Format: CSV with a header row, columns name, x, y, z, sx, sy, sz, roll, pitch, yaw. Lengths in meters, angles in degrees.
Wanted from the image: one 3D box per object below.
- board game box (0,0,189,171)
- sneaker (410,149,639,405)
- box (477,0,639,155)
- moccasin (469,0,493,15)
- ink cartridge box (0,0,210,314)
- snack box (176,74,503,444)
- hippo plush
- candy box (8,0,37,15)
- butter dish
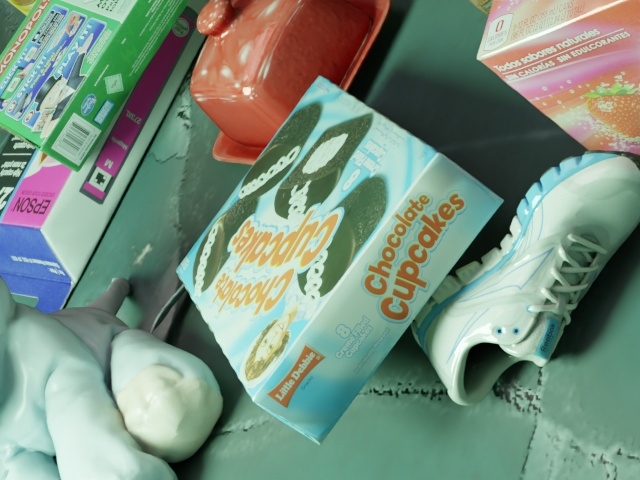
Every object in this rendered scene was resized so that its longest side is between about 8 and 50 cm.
name,x,y,z,sx,sy,sz,roll,pitch,yaw
board game box,-0.188,-0.226,1.677,0.317,0.046,0.213,-57,30,-3
sneaker,0.134,0.028,1.087,0.191,0.071,0.083,-49,36,28
box,0.252,-0.163,1.019,0.300,0.142,0.154,-17,46,47
moccasin,0.150,-0.339,1.329,0.139,0.147,0.380,-10,53,51
ink cartridge box,-0.228,-0.087,1.708,0.176,0.069,0.371,5,67,56
snack box,0.000,0.000,1.239,0.187,0.060,0.322,-54,18,3
hippo plush,-0.223,0.091,1.350,0.234,0.236,0.294,-11,52,50
candy box,-0.347,-0.320,1.974,0.109,0.186,0.053,-4,54,54
butter dish,-0.047,-0.149,1.453,0.160,0.118,0.160,10,69,57
